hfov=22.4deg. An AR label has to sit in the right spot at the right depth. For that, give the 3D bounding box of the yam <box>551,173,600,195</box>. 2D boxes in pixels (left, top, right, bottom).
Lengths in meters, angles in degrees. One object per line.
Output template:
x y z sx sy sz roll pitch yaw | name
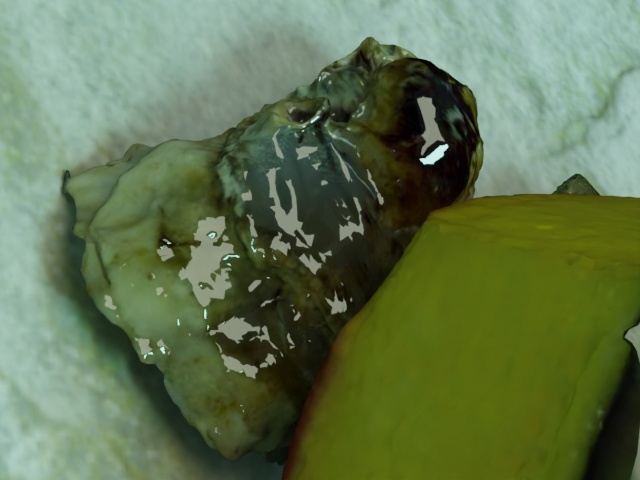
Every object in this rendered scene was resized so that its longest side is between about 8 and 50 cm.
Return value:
0.192 0.079 0.851 0.253 0.061 0.061 53 48 0 | yam

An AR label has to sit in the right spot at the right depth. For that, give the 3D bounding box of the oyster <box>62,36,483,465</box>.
-0.003 -0.016 0.745 0.161 0.107 0.233 54 50 -10 | oyster

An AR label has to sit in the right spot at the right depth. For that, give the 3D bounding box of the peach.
0.144 0.134 0.672 0.380 0.242 0.306 -6 96 -36 | peach
